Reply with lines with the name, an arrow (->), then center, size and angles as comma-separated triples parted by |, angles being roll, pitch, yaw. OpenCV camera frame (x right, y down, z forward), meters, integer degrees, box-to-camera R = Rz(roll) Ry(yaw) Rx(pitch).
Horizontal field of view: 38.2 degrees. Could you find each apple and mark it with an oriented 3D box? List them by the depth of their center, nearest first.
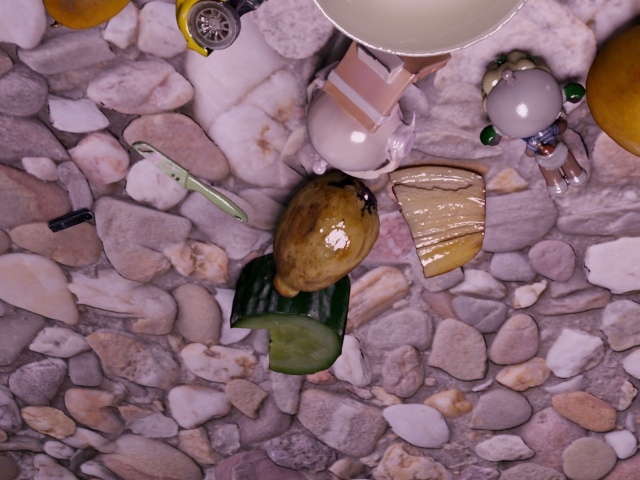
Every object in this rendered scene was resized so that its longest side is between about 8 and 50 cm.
apple -> 0.420, -0.181, 1.117 | 0.182, 0.155, 0.182 | 1, 132, 1

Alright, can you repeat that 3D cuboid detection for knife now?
knife -> -0.192, -0.085, 1.379 | 0.207, 0.014, 0.030 | 36, 125, -19

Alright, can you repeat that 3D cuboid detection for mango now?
mango -> -0.281, -0.330, 1.158 | 0.187, 0.066, 0.101 | -33, 120, 20

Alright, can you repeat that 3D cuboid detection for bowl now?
bowl -> 0.112, -0.356, 1.024 | 0.277, 0.145, 0.277 | 3, 128, 4

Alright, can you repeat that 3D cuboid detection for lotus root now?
lotus root -> 0.000, 0.000, 1.326 | 0.138, 0.138, 0.214 | 30, 105, -16
lotus root -> 0.175, -0.028, 1.332 | 0.135, 0.095, 0.159 | -7, 88, 7

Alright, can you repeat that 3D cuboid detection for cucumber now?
cucumber -> -0.035, 0.118, 1.460 | 0.191, 0.130, 0.191 | 7, 137, 7

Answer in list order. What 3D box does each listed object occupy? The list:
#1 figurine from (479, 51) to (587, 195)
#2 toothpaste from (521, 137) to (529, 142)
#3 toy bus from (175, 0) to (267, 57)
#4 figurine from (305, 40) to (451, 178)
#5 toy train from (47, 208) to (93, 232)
figurine -> 0.279, -0.153, 1.199 | 0.147, 0.093, 0.197 | -27, 118, 17
toothpaste -> 0.274, -0.151, 1.254 | 0.083, 0.019, 0.027 | 27, 104, -15
toy bus -> -0.105, -0.378, 1.038 | 0.152, 0.144, 0.330 | 26, 126, -4
figurine -> 0.061, -0.178, 1.203 | 0.162, 0.141, 0.237 | 40, 132, 12
toy train -> -0.389, -0.033, 1.446 | 0.083, 0.017, 0.017 | -17, 127, 22
